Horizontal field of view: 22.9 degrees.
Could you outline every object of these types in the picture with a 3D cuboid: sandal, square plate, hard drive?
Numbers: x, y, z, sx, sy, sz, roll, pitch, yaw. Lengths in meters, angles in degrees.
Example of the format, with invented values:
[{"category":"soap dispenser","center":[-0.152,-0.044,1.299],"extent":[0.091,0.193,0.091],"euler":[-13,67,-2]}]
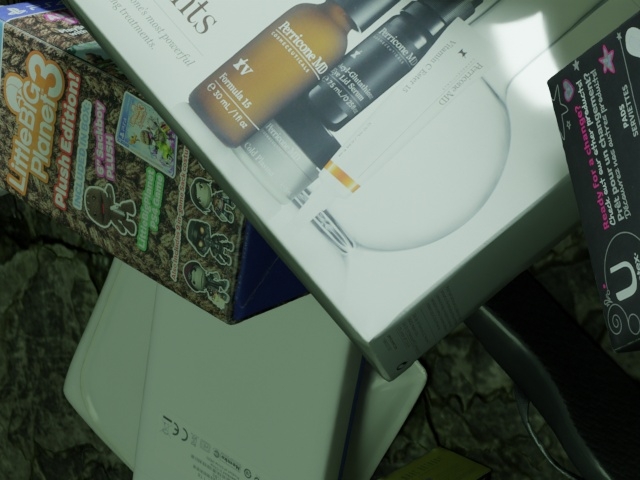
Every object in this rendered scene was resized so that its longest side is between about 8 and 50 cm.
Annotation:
[{"category":"sandal","center":[0.178,0.113,1.154],"extent":[0.254,0.097,0.054],"euler":[55,132,29]},{"category":"square plate","center":[-0.096,0.131,1.435],"extent":[0.344,0.049,0.347],"euler":[44,128,24]},{"category":"hard drive","center":[-0.063,0.125,1.339],"extent":[0.210,0.040,0.318],"euler":[28,121,33]}]

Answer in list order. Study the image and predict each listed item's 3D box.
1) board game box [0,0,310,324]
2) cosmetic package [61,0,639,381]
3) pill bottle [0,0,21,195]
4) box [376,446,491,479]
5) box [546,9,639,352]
[{"category":"board game box","center":[-0.085,-0.084,1.226],"extent":[0.291,0.232,0.141],"euler":[29,122,34]},{"category":"cosmetic package","center":[0.029,-0.145,1.002],"extent":[0.377,0.284,0.097],"euler":[48,174,22]},{"category":"pill bottle","center":[-0.392,-0.236,1.462],"extent":[0.224,0.224,0.392],"euler":[9,110,40]},{"category":"box","center":[0.083,0.292,1.298],"extent":[0.058,0.087,0.232],"euler":[21,116,36]},{"category":"box","center":[0.269,-0.044,0.831],"extent":[0.142,0.247,0.163],"euler":[142,119,-62]}]
